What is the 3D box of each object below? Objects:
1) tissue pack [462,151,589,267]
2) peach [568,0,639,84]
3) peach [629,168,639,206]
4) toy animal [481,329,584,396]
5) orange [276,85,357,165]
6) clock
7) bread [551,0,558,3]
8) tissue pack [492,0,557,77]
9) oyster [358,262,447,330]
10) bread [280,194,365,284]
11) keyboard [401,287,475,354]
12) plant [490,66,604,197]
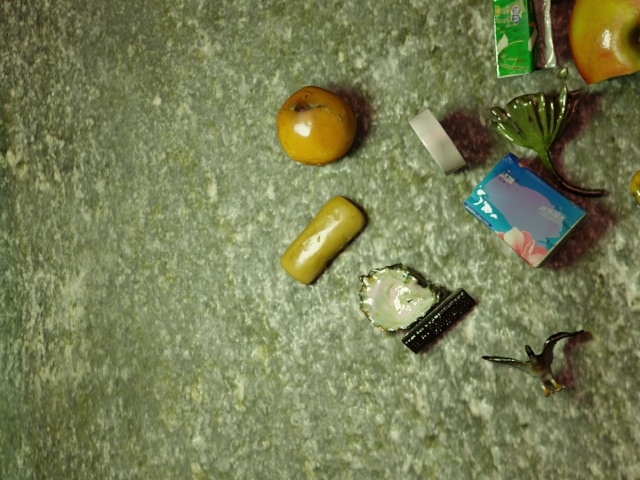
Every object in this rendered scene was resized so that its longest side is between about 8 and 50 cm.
[{"bbox_3d":[0.554,-0.085,1.720,0.209,0.137,0.269,-48,67,8],"label":"tissue pack"},{"bbox_3d":[0.763,-0.568,1.621,0.243,0.380,0.306,-6,106,21],"label":"peach"},{"bbox_3d":[0.863,-0.132,1.605,0.138,0.138,0.138,-3,81,22],"label":"peach"},{"bbox_3d":[0.572,0.317,1.634,0.273,0.197,0.160,-29,75,12],"label":"toy animal"},{"bbox_3d":[-0.012,-0.350,1.937,0.246,0.246,0.246,-3,81,22],"label":"orange"},{"bbox_3d":[0.333,-0.281,1.808,0.068,0.197,0.196,-35,71,13],"label":"clock"},{"bbox_3d":[0.649,-0.807,1.783,0.270,0.148,0.269,-3,81,22],"label":"bread"},{"bbox_3d":[0.565,-0.565,1.746,0.156,0.148,0.208,-2,104,23],"label":"tissue pack"},{"bbox_3d":[0.236,0.161,1.847,0.260,0.092,0.198,-13,77,30],"label":"oyster"},{"bbox_3d":[0.000,0.000,1.966,0.305,0.091,0.142,-49,63,8],"label":"bread"},{"bbox_3d":[0.335,0.230,1.791,0.230,0.094,0.025,-43,36,7],"label":"keyboard"},{"bbox_3d":[0.602,-0.263,1.718,0.251,0.180,0.333,-14,80,31],"label":"plant"}]
